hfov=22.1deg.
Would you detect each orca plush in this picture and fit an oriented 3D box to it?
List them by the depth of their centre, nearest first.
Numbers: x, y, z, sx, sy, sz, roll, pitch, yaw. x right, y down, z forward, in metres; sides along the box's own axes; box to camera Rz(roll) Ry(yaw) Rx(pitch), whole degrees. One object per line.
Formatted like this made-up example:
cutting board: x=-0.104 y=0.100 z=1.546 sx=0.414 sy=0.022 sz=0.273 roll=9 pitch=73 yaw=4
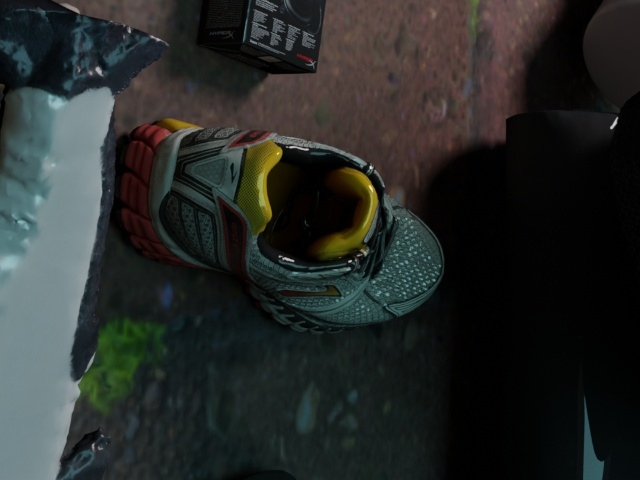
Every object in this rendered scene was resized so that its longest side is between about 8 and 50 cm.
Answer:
orca plush: x=-0.158 y=0.036 z=0.614 sx=0.151 sy=0.102 sz=0.287 roll=-14 pitch=124 yaw=-43

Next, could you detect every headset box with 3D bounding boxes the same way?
headset box: x=-0.026 y=-0.132 z=0.835 sx=0.062 sy=0.032 sz=0.083 roll=15 pitch=80 yaw=-53

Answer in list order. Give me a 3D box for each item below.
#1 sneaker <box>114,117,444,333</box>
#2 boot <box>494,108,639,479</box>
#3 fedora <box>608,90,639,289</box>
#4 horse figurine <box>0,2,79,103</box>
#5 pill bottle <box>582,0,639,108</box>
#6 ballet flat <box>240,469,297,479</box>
sneaker: x=0.000 y=0.000 z=0.828 sx=0.225 sy=0.092 sz=0.088 roll=17 pitch=78 yaw=-53
boot: x=0.134 y=0.137 z=0.966 sx=0.367 sy=0.146 sz=0.445 roll=17 pitch=82 yaw=-60
fedora: x=0.273 y=-0.006 z=0.943 sx=0.334 sy=0.152 sz=0.334 roll=12 pitch=73 yaw=-44
horse figurine: x=-0.160 y=-0.192 z=0.630 sx=0.263 sy=0.066 sz=0.174 roll=58 pitch=44 yaw=-38
pill bottle: x=0.275 y=-0.188 z=1.147 sx=0.229 sy=0.131 sz=0.131 roll=-52 pitch=131 yaw=-37
ballet flat: x=-0.058 y=0.211 z=0.762 sx=0.280 sy=0.096 sz=0.095 roll=-43 pitch=125 yaw=-43
